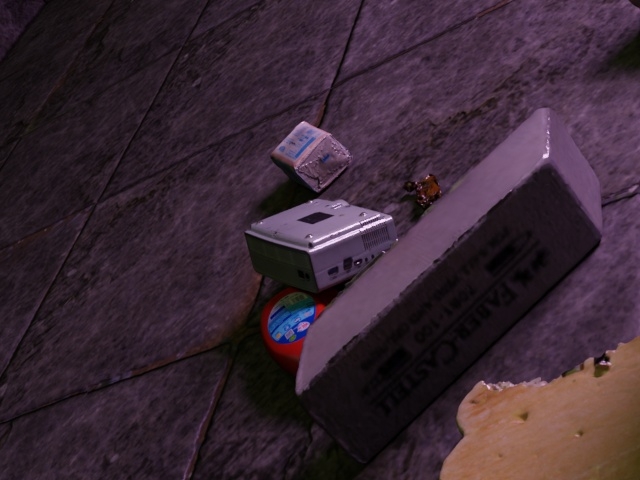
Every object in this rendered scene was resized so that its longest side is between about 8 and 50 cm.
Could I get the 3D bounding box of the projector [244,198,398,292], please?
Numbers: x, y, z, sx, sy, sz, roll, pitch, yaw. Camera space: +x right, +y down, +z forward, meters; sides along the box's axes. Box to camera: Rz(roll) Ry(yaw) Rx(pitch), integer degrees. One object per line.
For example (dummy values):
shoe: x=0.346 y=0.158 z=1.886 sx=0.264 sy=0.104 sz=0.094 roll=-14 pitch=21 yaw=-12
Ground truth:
projector: x=0.000 y=0.000 z=1.234 sx=0.115 sy=0.061 sz=0.147 roll=-21 pitch=19 yaw=-26

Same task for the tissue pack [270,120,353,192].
tissue pack: x=-0.012 y=-0.107 z=1.457 sx=0.074 sy=0.059 sz=0.094 roll=-45 pitch=27 yaw=-5

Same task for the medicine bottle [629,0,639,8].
medicine bottle: x=0.410 y=-0.276 z=1.114 sx=0.114 sy=0.114 sz=0.252 roll=-46 pitch=28 yaw=-11

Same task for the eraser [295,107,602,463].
eraser: x=0.121 y=0.037 z=1.015 sx=0.352 sy=0.111 sz=0.077 roll=-43 pitch=27 yaw=-5

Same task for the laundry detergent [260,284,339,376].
laundry detergent: x=-0.004 y=0.101 z=1.152 sx=0.097 sy=0.049 sz=0.165 roll=-34 pitch=30 yaw=-2

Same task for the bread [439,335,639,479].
bread: x=0.199 y=0.150 z=0.827 sx=0.251 sy=0.039 sz=0.181 roll=-21 pitch=33 yaw=32

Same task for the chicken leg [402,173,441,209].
chicken leg: x=0.117 y=-0.056 z=1.259 sx=0.036 sy=0.021 sz=0.083 roll=-47 pitch=26 yaw=8
